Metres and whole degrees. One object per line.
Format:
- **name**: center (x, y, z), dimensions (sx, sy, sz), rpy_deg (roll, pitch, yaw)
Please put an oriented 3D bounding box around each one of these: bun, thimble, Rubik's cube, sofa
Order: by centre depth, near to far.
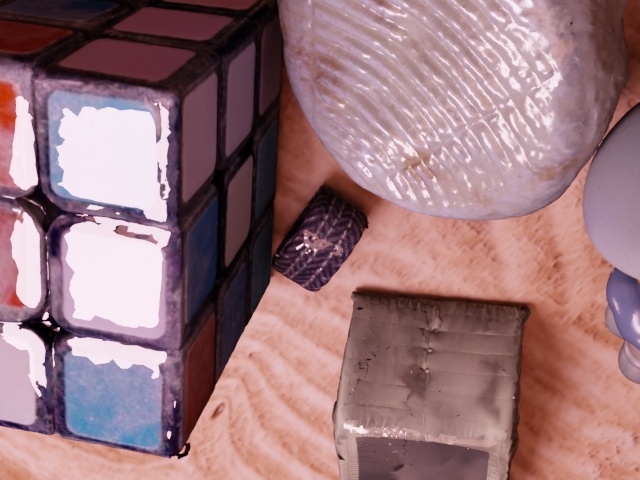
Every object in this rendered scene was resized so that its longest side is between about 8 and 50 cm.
- **bun**: center (0.119, -0.186, 0.939), dimensions (0.354, 0.194, 0.355), rpy_deg (25, 133, 30)
- **Rubik's cube**: center (-0.237, -0.054, 0.996), dimensions (0.358, 0.362, 0.363), rpy_deg (11, 113, 10)
- **thimble**: center (-0.001, 0.002, 1.109), dimensions (0.066, 0.095, 0.104), rpy_deg (34, 100, -6)
- **sofa**: center (0.120, 0.191, 1.174), dimensions (0.210, 0.176, 0.225), rpy_deg (3, 142, 10)

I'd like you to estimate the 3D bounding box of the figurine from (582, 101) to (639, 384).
- **figurine**: center (0.320, 0.032, 0.920), dimensions (0.205, 0.225, 0.382), rpy_deg (-5, 137, -5)
